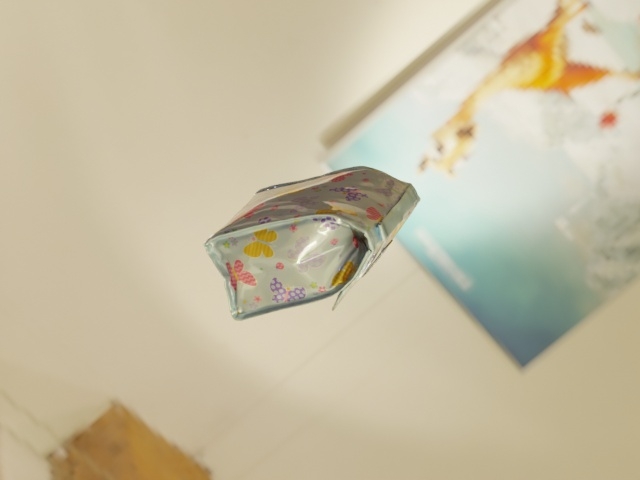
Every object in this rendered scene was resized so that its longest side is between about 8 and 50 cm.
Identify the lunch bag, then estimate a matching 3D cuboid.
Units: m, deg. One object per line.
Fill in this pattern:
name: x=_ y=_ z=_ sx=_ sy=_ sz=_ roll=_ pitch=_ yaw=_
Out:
lunch bag: x=0.000 y=0.000 z=0.737 sx=0.053 sy=0.083 sz=0.071 roll=68 pitch=-155 yaw=-15
